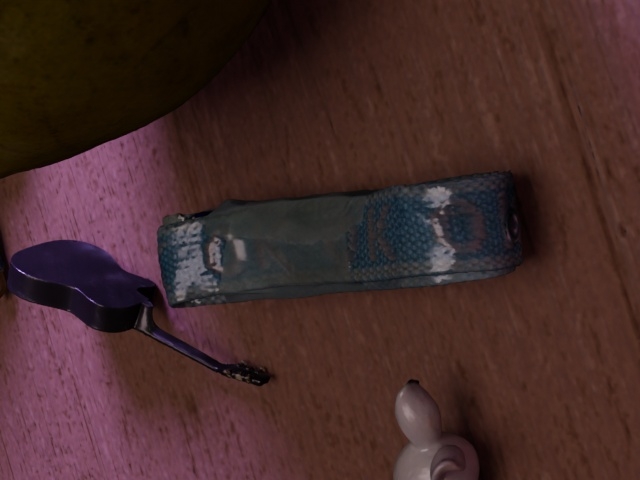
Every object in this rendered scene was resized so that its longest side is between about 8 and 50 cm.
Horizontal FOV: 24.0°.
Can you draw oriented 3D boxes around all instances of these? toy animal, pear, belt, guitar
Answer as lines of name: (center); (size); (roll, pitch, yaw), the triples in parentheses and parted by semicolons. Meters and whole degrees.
toy animal: (0.067, 0.161, 0.981); (0.124, 0.085, 0.071); (-57, 44, 26)
pear: (-0.169, -0.234, 0.940); (0.352, 0.352, 0.413); (38, 126, 30)
belt: (0.000, 0.000, 0.997); (0.302, 0.087, 0.072); (-7, 97, 42)
guitar: (-0.135, 0.057, 1.144); (0.233, 0.088, 0.025); (25, 115, 26)

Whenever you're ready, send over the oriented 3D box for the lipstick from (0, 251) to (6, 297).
lipstick: (-0.291, -0.004, 1.291); (0.037, 0.037, 0.116); (-20, 89, 42)
